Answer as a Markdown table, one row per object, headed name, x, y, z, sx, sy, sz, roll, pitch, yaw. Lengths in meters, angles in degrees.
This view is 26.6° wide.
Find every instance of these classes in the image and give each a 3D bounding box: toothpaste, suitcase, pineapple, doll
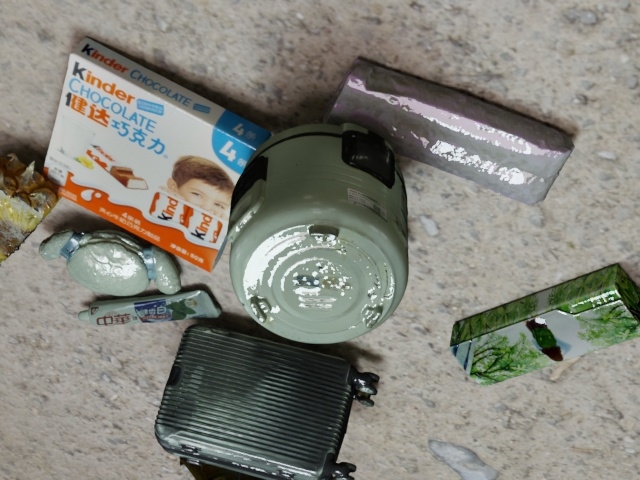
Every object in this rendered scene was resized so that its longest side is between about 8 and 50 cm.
| name | x | y | z | sx | sy | sz | roll | pitch | yaw |
| --- | --- | --- | --- | --- | --- | --- | --- | --- | --- |
| toothpaste | -0.265 | 0.104 | 2.050 | 0.233 | 0.038 | 0.060 | -7 | 134 | 21 |
| suitcase | -0.083 | 0.249 | 2.014 | 0.312 | 0.202 | 0.128 | 14 | 158 | 6 |
| pineapple | -0.454 | -0.054 | 1.904 | 0.135 | 0.079 | 0.233 | 39 | 143 | -8 |
| doll | -0.303 | 0.032 | 1.959 | 0.214 | 0.071 | 0.103 | 15 | 139 | -2 |

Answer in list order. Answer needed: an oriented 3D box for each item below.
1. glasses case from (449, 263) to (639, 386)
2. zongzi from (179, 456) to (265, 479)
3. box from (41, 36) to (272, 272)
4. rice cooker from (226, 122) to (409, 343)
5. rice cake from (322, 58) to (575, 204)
| name | x | y | z | sx | sy | sz | roll | pitch | yaw |
| --- | --- | --- | --- | --- | --- | --- | --- | --- | --- |
| glasses case | 0.311 | 0.122 | 1.853 | 0.272 | 0.062 | 0.095 | -25 | 123 | 36 |
| zongzi | -0.168 | 0.419 | 2.213 | 0.242 | 0.221 | 0.112 | -2 | 119 | 23 |
| box | -0.224 | -0.106 | 1.789 | 0.273 | 0.048 | 0.265 | 27 | 137 | 2 |
| rice cooker | 0.000 | -0.016 | 1.623 | 0.226 | 0.244 | 0.226 | 3 | 126 | 4 |
| rice cake | 0.154 | -0.132 | 1.650 | 0.298 | 0.050 | 0.106 | 20 | 137 | -2 |
